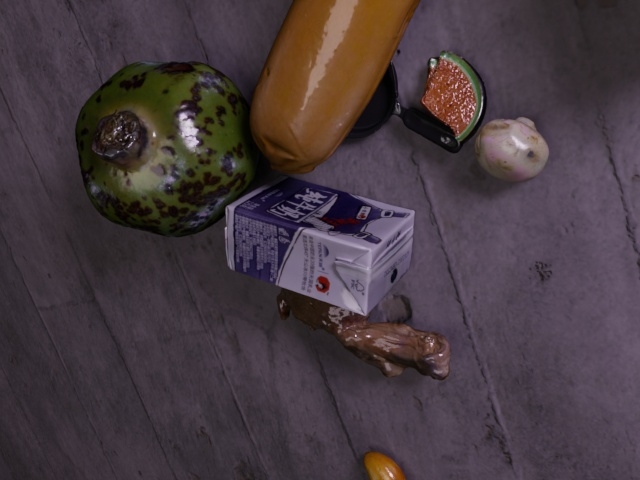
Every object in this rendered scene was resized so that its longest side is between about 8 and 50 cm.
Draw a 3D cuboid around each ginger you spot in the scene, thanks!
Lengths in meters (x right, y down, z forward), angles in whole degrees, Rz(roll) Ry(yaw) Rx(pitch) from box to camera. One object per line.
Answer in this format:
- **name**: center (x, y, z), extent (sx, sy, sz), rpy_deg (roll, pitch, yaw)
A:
- **ginger**: center (0.061, 0.116, 0.943), extent (0.290, 0.084, 0.122), rpy_deg (27, 103, 25)

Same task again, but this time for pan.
- **pan**: center (0.077, -0.171, 0.816), extent (0.235, 0.028, 0.136), rpy_deg (34, 127, 20)

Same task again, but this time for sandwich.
- **sandwich**: center (0.152, -0.167, 0.754), extent (0.069, 0.026, 0.101), rpy_deg (-42, 81, 7)

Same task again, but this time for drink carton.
- **drink carton**: center (0.000, 0.001, 0.882), extent (0.222, 0.134, 0.102), rpy_deg (17, 120, 26)

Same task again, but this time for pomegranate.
- **pomegranate**: center (-0.210, -0.124, 0.888), extent (0.254, 0.270, 0.255), rpy_deg (0, 89, 11)

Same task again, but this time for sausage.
- **sausage**: center (0.014, -0.220, 0.751), extent (0.134, 0.116, 0.354), rpy_deg (31, 116, 7)

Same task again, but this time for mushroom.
- **mushroom**: center (0.213, -0.103, 0.735), extent (0.083, 0.067, 0.084), rpy_deg (30, 161, 11)

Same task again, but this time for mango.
- **mango**: center (0.101, 0.373, 1.047), extent (0.089, 0.046, 0.060), rpy_deg (47, 130, 12)
